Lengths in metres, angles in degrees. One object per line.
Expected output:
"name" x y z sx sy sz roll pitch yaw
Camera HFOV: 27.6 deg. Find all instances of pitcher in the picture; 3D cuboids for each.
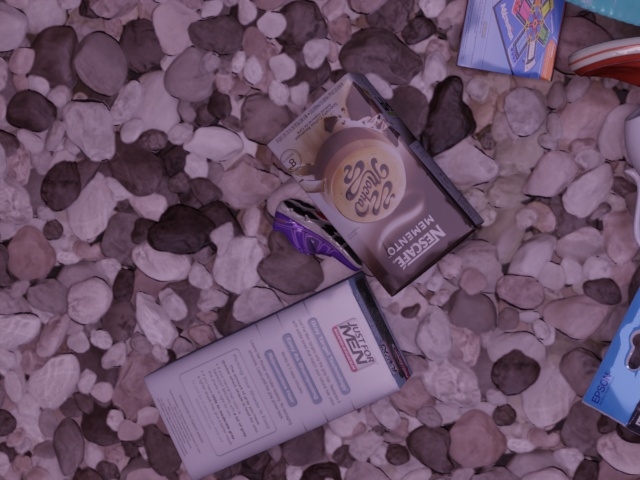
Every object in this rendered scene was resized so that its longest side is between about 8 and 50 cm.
"pitcher" 0.497 -0.091 1.852 0.178 0.125 0.207 -29 97 21

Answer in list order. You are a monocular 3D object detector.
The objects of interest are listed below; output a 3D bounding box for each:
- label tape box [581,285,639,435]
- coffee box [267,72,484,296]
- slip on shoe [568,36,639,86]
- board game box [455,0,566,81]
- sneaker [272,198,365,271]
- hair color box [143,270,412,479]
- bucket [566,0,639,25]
"label tape box" 0.588 0.197 1.862 0.347 0.115 0.249 26 102 13
"coffee box" 0.086 -0.085 1.959 0.168 0.119 0.297 -41 85 15
"slip on shoe" 0.498 -0.218 1.748 0.331 0.123 0.101 7 93 6
"board game box" 0.295 -0.385 1.919 0.145 0.027 0.281 12 99 14
"sneaker" 0.000 0.000 2.031 0.170 0.068 0.071 33 119 18
"hair color box" -0.067 0.212 2.037 0.374 0.113 0.185 -26 89 17
"bucket" 0.412 -0.408 1.745 0.281 0.281 0.183 24 114 11
